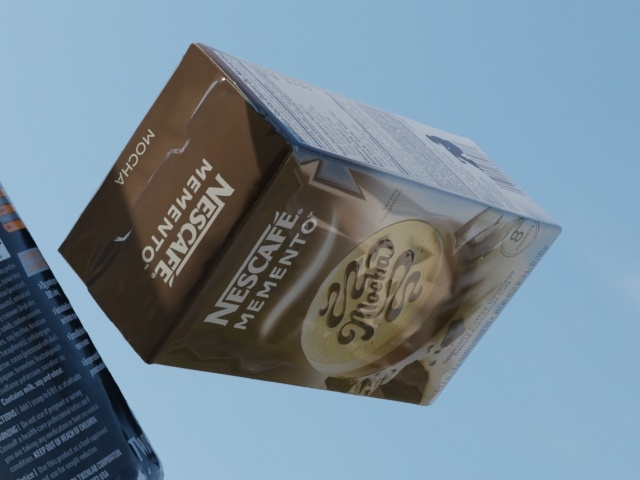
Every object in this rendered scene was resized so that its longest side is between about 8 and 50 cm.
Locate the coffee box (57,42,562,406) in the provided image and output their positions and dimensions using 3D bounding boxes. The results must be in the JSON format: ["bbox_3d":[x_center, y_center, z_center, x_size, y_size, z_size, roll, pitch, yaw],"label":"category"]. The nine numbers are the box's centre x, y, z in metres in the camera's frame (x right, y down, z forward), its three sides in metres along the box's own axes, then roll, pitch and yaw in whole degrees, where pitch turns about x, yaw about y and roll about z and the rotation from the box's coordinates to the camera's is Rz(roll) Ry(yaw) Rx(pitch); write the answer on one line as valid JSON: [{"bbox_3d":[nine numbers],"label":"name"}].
[{"bbox_3d":[0.000,0.000,1.254,0.297,0.168,0.119,14,27,-50],"label":"coffee box"}]

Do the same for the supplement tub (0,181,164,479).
[{"bbox_3d":[-0.227,0.031,0.900,0.316,0.194,0.193,60,-32,0],"label":"supplement tub"}]
